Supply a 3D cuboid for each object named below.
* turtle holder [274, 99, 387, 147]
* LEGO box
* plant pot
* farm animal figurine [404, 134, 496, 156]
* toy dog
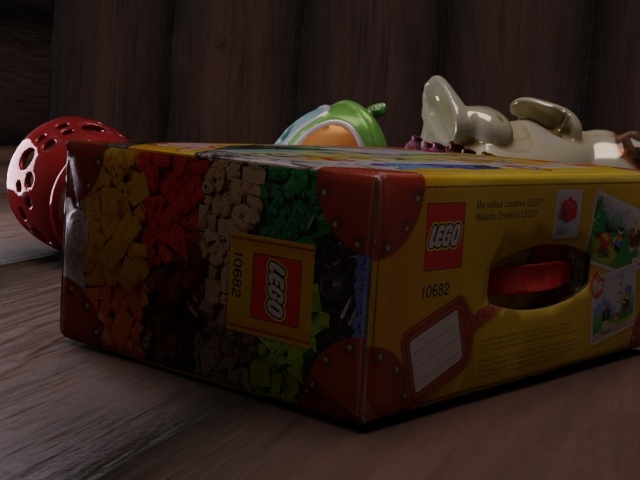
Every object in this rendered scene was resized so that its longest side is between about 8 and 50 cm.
[{"bbox_3d":[0.002,-0.163,2.352,0.228,0.243,0.320,-18,25,-24],"label":"turtle holder"},{"bbox_3d":[0.057,0.010,1.126,0.373,0.193,0.500,9,9,39],"label":"LEGO box"},{"bbox_3d":[-0.316,-0.063,1.582,0.191,0.191,0.174,-1,18,-33],"label":"plant pot"},{"bbox_3d":[0.233,-0.009,1.514,0.327,0.172,0.330,21,3,4],"label":"farm animal figurine"},{"bbox_3d":[0.389,-0.104,1.947,0.408,0.284,0.395,1,20,-21],"label":"toy dog"}]
